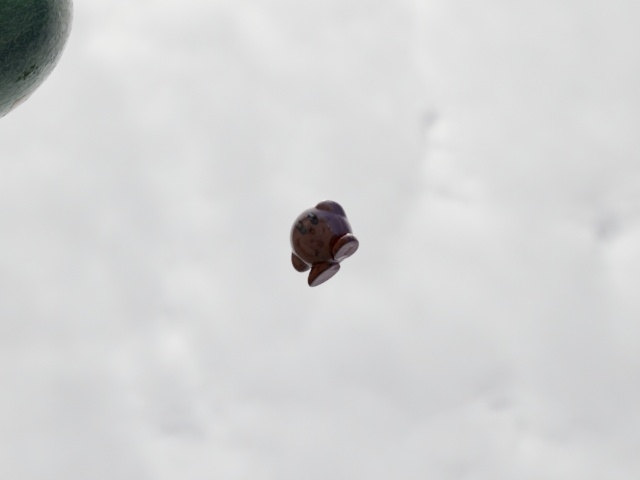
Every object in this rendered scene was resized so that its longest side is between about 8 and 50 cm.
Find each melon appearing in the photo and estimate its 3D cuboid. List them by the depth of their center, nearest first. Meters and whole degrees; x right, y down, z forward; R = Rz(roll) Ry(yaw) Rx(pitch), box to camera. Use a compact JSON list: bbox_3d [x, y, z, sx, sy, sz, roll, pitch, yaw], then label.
[{"bbox_3d":[-0.330,-0.195,1.604,0.182,0.287,0.182,19,-52,26],"label":"melon"}]

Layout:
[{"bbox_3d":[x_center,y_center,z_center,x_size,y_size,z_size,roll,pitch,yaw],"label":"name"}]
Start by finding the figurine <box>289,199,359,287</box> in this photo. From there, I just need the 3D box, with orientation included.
[{"bbox_3d":[0.000,0.000,1.840,0.083,0.067,0.071,-44,-114,19],"label":"figurine"}]
